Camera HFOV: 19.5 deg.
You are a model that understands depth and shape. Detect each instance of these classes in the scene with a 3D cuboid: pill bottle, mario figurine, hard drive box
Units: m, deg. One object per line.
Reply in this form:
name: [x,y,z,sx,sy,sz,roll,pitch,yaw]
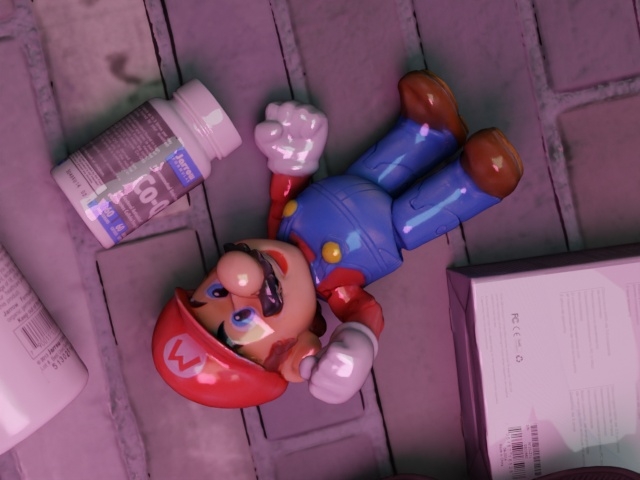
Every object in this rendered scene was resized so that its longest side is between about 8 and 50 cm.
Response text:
pill bottle: [-0.134,-0.062,1.458,0.137,0.078,0.078,-36,100,-5]
pill bottle: [-0.289,0.048,1.412,0.131,0.131,0.229,-34,100,-6]
mario figurine: [0.000,0.000,1.435,0.320,0.198,0.170,-41,113,-9]
hard drive box: [0.232,0.099,1.533,0.232,0.089,0.181,-7,96,-9]

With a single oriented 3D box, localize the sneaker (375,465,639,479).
sneaker: [0.147,0.266,1.472,0.295,0.124,0.178,-7,134,27]
